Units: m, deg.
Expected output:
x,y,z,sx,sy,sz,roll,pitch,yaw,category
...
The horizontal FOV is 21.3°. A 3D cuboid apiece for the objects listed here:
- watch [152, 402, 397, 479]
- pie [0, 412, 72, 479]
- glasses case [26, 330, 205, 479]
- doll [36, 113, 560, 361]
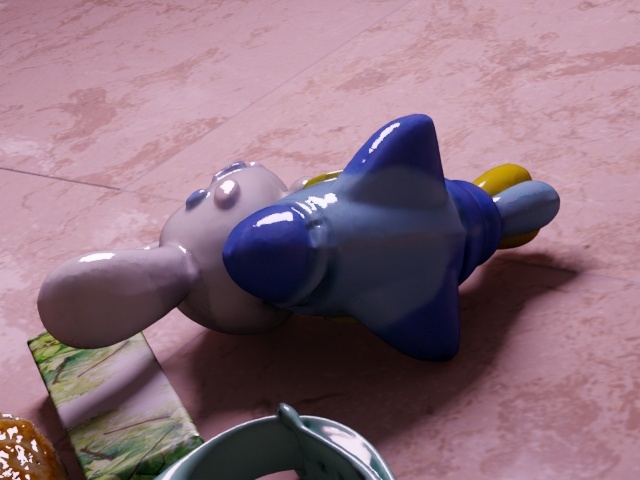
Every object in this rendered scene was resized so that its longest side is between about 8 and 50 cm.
x,y,z,sx,sy,sz,roll,pitch,yaw,category
-0.034,0.201,1.172,0.195,0.068,0.237,-15,27,-2,watch
-0.273,0.202,1.295,0.163,0.079,0.193,4,32,20,pie
-0.162,0.138,1.373,0.095,0.062,0.272,-25,27,-9,glasses case
-0.002,-0.008,1.428,0.366,0.187,0.376,-4,31,23,doll
